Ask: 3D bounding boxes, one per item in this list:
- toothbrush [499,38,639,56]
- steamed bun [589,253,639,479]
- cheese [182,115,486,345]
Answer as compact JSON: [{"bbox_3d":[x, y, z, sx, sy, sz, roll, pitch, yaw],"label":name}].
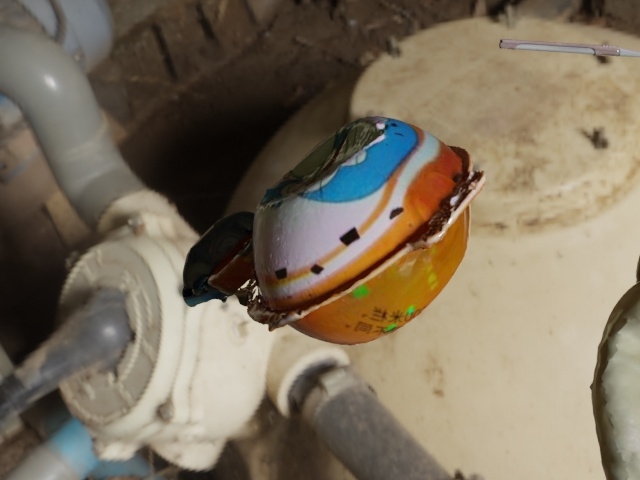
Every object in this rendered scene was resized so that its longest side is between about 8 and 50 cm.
[{"bbox_3d":[0.136,-0.094,0.593,0.097,0.006,0.008,5,67,9],"label":"toothbrush"},{"bbox_3d":[0.340,0.118,0.875,0.207,0.280,0.268,-10,38,36],"label":"steamed bun"},{"bbox_3d":[0.000,0.000,0.958,0.329,0.129,0.217,-11,30,53],"label":"cheese"}]
